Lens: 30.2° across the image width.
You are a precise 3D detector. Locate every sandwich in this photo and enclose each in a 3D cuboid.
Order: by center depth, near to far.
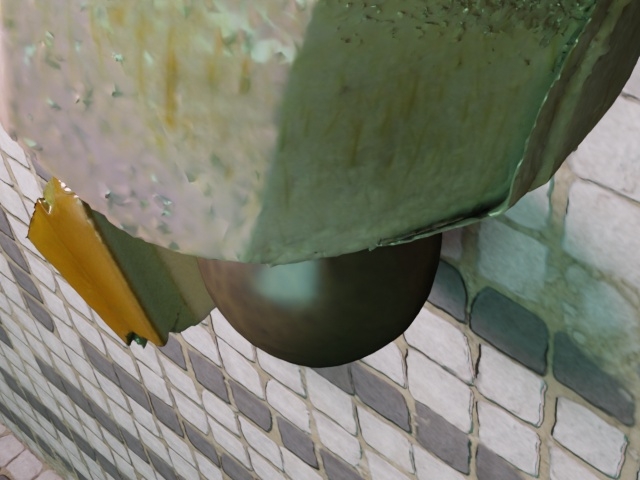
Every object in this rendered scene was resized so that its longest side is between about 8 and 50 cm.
[{"bbox_3d":[-0.167,-0.009,1.199,0.198,0.155,0.227,47,154,1],"label":"sandwich"}]

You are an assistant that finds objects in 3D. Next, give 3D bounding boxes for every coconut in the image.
[{"bbox_3d":[0.002,-0.163,0.533,0.353,0.353,0.352,37,151,24],"label":"coconut"}]

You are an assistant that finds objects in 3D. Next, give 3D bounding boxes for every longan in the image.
[{"bbox_3d":[0.000,0.000,0.917,0.212,0.198,0.198,-9,120,43],"label":"longan"}]
